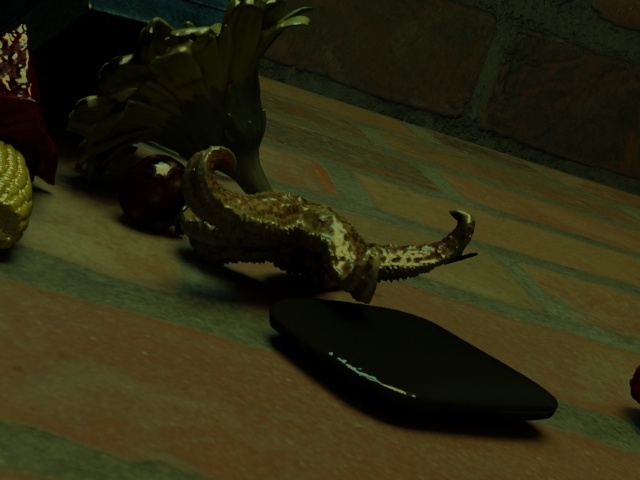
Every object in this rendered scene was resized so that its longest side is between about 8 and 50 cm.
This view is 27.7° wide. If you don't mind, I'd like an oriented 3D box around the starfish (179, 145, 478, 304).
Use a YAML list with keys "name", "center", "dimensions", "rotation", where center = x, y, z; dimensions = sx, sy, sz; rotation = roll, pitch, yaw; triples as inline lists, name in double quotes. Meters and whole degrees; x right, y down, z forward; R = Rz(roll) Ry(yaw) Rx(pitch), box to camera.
- name: "starfish"
  center: [0.003, -0.003, 1.251]
  dimensions: [0.303, 0.113, 0.312]
  rotation: [12, -3, -12]

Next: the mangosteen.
- name: "mangosteen"
  center: [-0.170, -0.051, 1.360]
  dimensions: [0.081, 0.081, 0.081]
  rotation: [18, 12, -4]

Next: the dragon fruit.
- name: "dragon fruit"
  center: [-0.321, -0.123, 1.306]
  dimensions: [0.092, 0.122, 0.192]
  rotation: [-11, -22, -6]

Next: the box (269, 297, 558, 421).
- name: "box"
  center: [0.077, 0.105, 1.115]
  dimensions: [0.212, 0.042, 0.201]
  rotation: [9, 15, -37]

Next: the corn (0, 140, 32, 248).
- name: "corn"
  center: [-0.291, -0.043, 1.161]
  dimensions: [0.067, 0.067, 0.206]
  rotation: [15, 13, -18]

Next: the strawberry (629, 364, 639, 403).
- name: "strawberry"
  center: [0.473, 0.155, 1.248]
  dimensions: [0.336, 0.149, 0.265]
  rotation: [16, 13, -8]

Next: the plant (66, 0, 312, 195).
- name: "plant"
  center: [-0.147, -0.135, 1.452]
  dimensions: [0.261, 0.297, 0.306]
  rotation: [2, -19, -41]

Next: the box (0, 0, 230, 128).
- name: "box"
  center: [-0.289, -0.243, 1.625]
  dimensions: [0.279, 0.116, 0.261]
  rotation: [-25, -17, 35]
